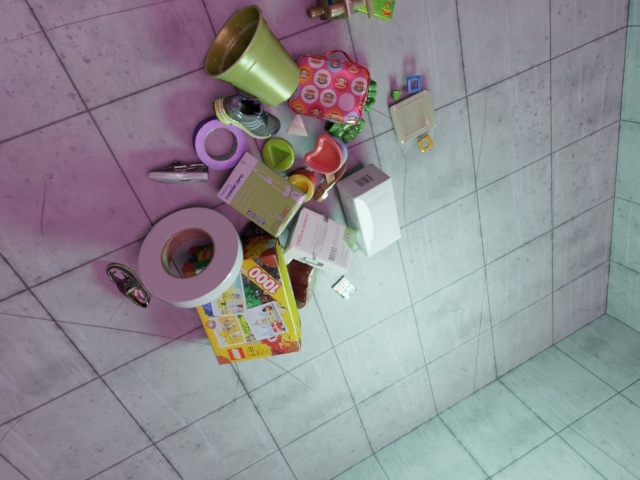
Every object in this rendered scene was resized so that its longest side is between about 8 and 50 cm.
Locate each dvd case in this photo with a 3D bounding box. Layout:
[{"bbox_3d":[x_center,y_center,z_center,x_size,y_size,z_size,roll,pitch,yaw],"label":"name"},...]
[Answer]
[{"bbox_3d":[0.123,0.240,2.213,0.087,0.013,0.119,-45,122,1],"label":"dvd case"}]

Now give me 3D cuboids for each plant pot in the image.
[{"bbox_3d":[-0.215,-0.610,1.532,0.254,0.276,0.276,30,99,-44],"label":"plant pot"}]

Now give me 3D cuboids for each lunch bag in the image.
[{"bbox_3d":[0.036,-0.588,1.671,0.293,0.120,0.258,12,105,-4],"label":"lunch bag"}]

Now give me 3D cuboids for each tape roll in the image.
[{"bbox_3d":[-0.484,0.057,1.645,0.392,0.392,0.072,-32,153,-8],"label":"tape roll"},{"bbox_3d":[-0.380,-0.368,1.658,0.189,0.080,0.189,-10,118,-19],"label":"tape roll"}]

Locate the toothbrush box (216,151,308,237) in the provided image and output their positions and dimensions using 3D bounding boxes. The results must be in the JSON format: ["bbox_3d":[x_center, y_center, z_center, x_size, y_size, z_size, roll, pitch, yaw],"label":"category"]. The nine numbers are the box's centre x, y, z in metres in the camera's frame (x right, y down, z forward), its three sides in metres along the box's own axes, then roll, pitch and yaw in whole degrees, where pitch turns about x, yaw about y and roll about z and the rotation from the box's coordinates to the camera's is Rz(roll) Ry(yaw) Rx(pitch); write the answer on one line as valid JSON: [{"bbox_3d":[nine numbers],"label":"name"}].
[{"bbox_3d":[-0.222,-0.176,1.720,0.283,0.122,0.206,34,95,-2],"label":"toothbrush box"}]

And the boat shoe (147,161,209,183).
[{"bbox_3d":[-0.532,-0.256,1.653,0.219,0.078,0.070,-3,80,-19],"label":"boat shoe"}]

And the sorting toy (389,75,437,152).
[{"bbox_3d":[0.407,-0.548,1.951,0.196,0.047,0.348,-27,121,-6],"label":"sorting toy"}]

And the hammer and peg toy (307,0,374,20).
[{"bbox_3d":[0.046,-0.858,1.452,0.127,0.361,0.266,-24,122,-12],"label":"hammer and peg toy"}]

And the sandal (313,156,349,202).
[{"bbox_3d":[0.028,-0.277,1.881,0.079,0.088,0.240,23,107,-37],"label":"sandal"}]

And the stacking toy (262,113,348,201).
[{"bbox_3d":[-0.059,-0.343,1.769,0.279,0.130,0.309,46,122,-9],"label":"stacking toy"}]

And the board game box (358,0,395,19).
[{"bbox_3d":[0.197,-0.914,1.683,0.181,0.043,0.092,3,113,-25],"label":"board game box"}]

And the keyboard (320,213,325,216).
[{"bbox_3d":[0.000,0.000,2.043,0.072,0.014,0.256,-16,119,-17],"label":"keyboard"}]

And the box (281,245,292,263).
[{"bbox_3d":[-0.199,0.066,1.940,0.102,0.087,0.101,-43,123,0],"label":"box"}]

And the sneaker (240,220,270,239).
[{"bbox_3d":[-0.237,-0.046,1.847,0.227,0.130,0.087,-37,121,-2],"label":"sneaker"}]

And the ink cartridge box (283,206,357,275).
[{"bbox_3d":[-0.001,0.007,1.903,0.273,0.115,0.198,23,66,-16],"label":"ink cartridge box"}]

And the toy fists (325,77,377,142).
[{"bbox_3d":[0.139,-0.535,1.805,0.142,0.096,0.279,18,104,-31],"label":"toy fists"}]

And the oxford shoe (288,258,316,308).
[{"bbox_3d":[-0.073,0.134,2.036,0.130,0.123,0.348,-14,118,-69],"label":"oxford shoe"}]

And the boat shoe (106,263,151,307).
[{"bbox_3d":[-0.756,0.183,1.751,0.080,0.073,0.223,-36,123,-5],"label":"boat shoe"}]

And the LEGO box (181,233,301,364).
[{"bbox_3d":[-0.309,0.250,1.853,0.372,0.193,0.500,-11,119,3],"label":"LEGO box"}]

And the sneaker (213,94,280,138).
[{"bbox_3d":[-0.240,-0.450,1.605,0.300,0.121,0.111,2,84,-54],"label":"sneaker"}]

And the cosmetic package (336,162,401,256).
[{"bbox_3d":[0.221,-0.127,1.957,0.197,0.155,0.365,-29,135,-12],"label":"cosmetic package"}]
